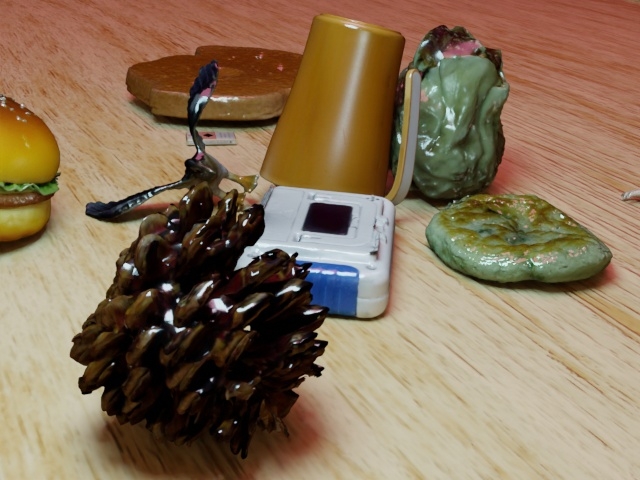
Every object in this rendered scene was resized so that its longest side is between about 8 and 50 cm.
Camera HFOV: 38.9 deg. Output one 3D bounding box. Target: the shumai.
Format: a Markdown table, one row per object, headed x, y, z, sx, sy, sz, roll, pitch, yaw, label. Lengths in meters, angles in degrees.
| x | y | z | sx | sy | sz | roll | pitch | yaw | label |
| --- | --- | --- | --- | --- | --- | --- | --- | --- | --- |
| 0.203 | -0.198 | 1.319 | 0.189 | 0.218 | 0.255 | 11 | 48 | -11 | shumai |

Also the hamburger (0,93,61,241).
| x | y | z | sx | sy | sz | roll | pitch | yaw | label |
| --- | --- | --- | --- | --- | --- | --- | --- | --- | --- |
| -0.442 | -0.106 | 1.123 | 0.246 | 0.169 | 0.246 | 15 | 15 | -4 | hamburger |

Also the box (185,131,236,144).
| x | y | z | sx | sy | sz | roll | pitch | yaw | label |
| --- | --- | --- | --- | --- | --- | --- | --- | --- | --- |
| -0.186 | -0.174 | 1.540 | 0.083 | 0.012 | 0.046 | -2 | 25 | -11 | box |

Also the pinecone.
| x | y | z | sx | sy | sz | roll | pitch | yaw | label |
| --- | --- | --- | --- | --- | --- | --- | --- | --- | --- |
| -0.091 | 0.076 | 0.764 | 0.222 | 0.221 | 0.221 | 2 | 24 | -1 | pinecone |

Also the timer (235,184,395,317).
| x | y | z | sx | sy | sz | roll | pitch | yaw | label |
| --- | --- | --- | --- | --- | --- | --- | --- | --- | --- |
| 0.000 | 0.000 | 1.086 | 0.179 | 0.078 | 0.253 | 5 | 23 | 4 | timer |

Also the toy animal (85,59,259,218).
| x | y | z | sx | sy | sz | roll | pitch | yaw | label |
| --- | --- | --- | --- | --- | --- | --- | --- | --- | --- |
| -0.155 | -0.104 | 1.222 | 0.160 | 0.272 | 0.197 | 30 | -4 | -41 | toy animal |

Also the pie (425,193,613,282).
| x | y | z | sx | sy | sz | roll | pitch | yaw | label |
| --- | --- | --- | --- | --- | --- | --- | --- | --- | --- |
| 0.253 | -0.005 | 1.152 | 0.241 | 0.054 | 0.240 | 1 | 22 | 0 | pie |

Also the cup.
| x | y | z | sx | sy | sz | roll | pitch | yaw | label |
| --- | --- | --- | --- | --- | --- | --- | --- | --- | --- |
| 0.042 | -0.166 | 1.254 | 0.226 | 0.263 | 0.182 | 22 | 15 | 35 | cup |

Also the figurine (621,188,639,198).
| x | y | z | sx | sy | sz | roll | pitch | yaw | label |
| --- | --- | --- | --- | --- | --- | --- | --- | --- | --- |
| 0.509 | -0.078 | 1.360 | 0.109 | 0.047 | 0.064 | -8 | 2 | -8 | figurine |

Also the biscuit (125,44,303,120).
| x | y | z | sx | sy | sz | roll | pitch | yaw | label |
| --- | --- | --- | --- | --- | --- | --- | --- | --- | --- |
| -0.172 | -0.308 | 1.773 | 0.350 | 0.078 | 0.455 | 11 | 24 | 26 | biscuit |
